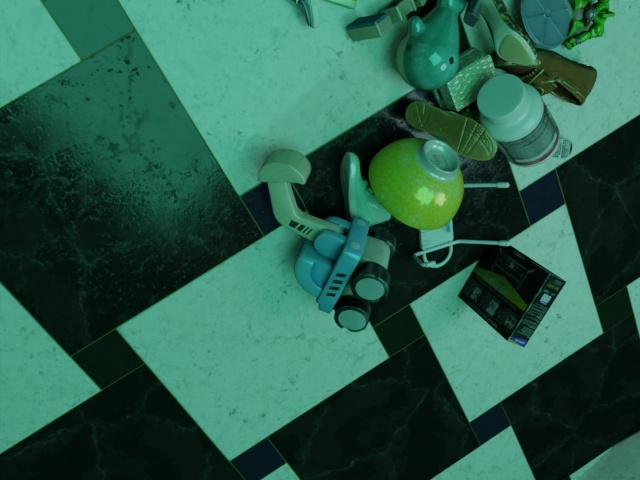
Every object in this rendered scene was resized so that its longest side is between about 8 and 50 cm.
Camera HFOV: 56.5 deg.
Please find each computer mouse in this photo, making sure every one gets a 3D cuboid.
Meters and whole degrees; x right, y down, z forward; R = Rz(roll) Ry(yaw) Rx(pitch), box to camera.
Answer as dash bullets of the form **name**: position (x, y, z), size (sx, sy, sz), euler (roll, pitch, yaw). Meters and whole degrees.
- **computer mouse**: position (0.722, -0.296, 1.925), size (0.192, 0.042, 0.106), euler (-2, 108, -13)

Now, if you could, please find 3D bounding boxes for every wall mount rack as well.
- **wall mount rack**: position (0.429, -0.061, 1.867), size (0.304, 0.130, 0.350), euler (-16, 117, -13)

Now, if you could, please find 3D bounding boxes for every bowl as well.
- **bowl**: position (0.295, -0.190, 1.658), size (0.289, 0.290, 0.156), euler (9, 145, -23)

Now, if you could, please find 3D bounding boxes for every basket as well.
- **basket**: position (0.413, -0.460, 1.707), size (0.167, 0.103, 0.113), euler (-33, 120, -5)

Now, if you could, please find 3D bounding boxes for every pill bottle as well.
- **pill bottle**: position (0.563, -0.344, 1.706), size (0.176, 0.176, 0.318), euler (-55, 144, 8)

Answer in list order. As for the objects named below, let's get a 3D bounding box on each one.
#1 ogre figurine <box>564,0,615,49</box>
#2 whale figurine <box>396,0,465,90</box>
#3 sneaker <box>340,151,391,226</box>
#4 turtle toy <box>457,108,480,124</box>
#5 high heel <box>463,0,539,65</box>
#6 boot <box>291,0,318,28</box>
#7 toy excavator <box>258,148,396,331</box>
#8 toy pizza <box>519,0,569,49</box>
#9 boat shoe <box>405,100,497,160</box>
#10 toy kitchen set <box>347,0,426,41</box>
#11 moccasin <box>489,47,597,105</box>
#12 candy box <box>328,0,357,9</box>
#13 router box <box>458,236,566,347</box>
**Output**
- **ogre figurine**: position (0.795, -0.670, 1.761), size (0.118, 0.097, 0.197), euler (-3, 102, -6)
- **whale figurine**: position (0.318, -0.532, 1.580), size (0.216, 0.141, 0.272), euler (23, 95, -43)
- **sneaker**: position (0.144, -0.156, 1.743), size (0.151, 0.094, 0.256), euler (-14, 126, -7)
- **turtle toy**: position (0.446, -0.332, 1.794), size (0.095, 0.066, 0.130), euler (-13, 116, -14)
- **high heel**: position (0.516, -0.604, 1.638), size (0.261, 0.093, 0.186), euler (31, 59, -15)
- **boot**: position (-0.065, -0.622, 1.494), size (0.086, 0.069, 0.190), euler (-17, 109, -5)
- **toy excavator**: position (0.000, 0.000, 1.682), size (0.444, 0.222, 0.433), euler (22, 130, -3)
- **toy pizza**: position (0.643, -0.652, 1.721), size (0.201, 0.032, 0.202), euler (1, 89, -30)
- **boat shoe**: position (0.377, -0.320, 1.697), size (0.277, 0.096, 0.098), euler (31, 109, 8)
- **toy kitchen set**: position (0.155, -0.648, 1.548), size (0.207, 0.122, 0.166), euler (-42, 121, -22)
- **moccasin**: position (0.656, -0.483, 1.776), size (0.379, 0.139, 0.147), euler (6, 101, -32)
- **candy box**: position (0.067, -0.711, 1.519), size (0.105, 0.027, 0.206), euler (8, 109, -25)
- **router box**: position (0.606, 0.158, 1.921), size (0.081, 0.309, 0.243), euler (22, 104, -25)
